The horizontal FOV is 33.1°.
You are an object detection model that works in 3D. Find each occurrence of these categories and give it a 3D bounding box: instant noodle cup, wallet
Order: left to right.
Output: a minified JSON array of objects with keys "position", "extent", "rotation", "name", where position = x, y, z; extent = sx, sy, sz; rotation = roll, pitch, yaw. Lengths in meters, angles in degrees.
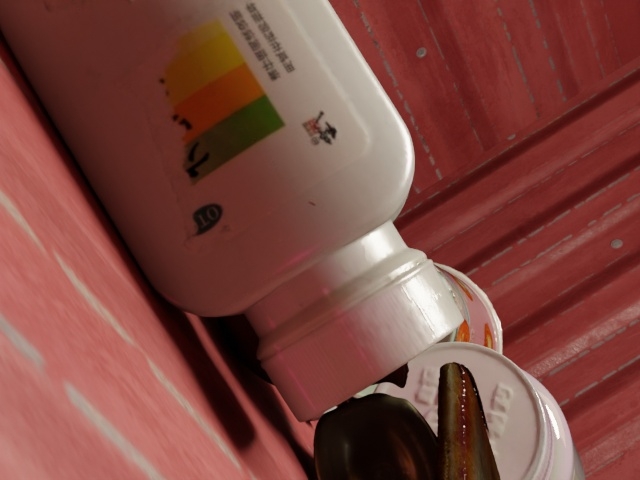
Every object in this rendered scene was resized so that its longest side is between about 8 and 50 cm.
[{"position":[0.100,0.121,1.383],"extent":[0.243,0.243,0.231],"rotation":[58,7,20],"name":"instant noodle cup"},{"position":[0.091,0.200,0.620],"extent":[0.255,0.031,0.137],"rotation":[-77,146,-55],"name":"wallet"}]

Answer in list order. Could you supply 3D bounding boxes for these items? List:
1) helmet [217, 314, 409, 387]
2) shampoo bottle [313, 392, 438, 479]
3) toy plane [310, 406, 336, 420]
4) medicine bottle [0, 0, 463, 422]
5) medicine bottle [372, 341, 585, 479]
[{"position":[-0.014,0.044,0.723],"extent":[0.175,0.106,0.155],"rotation":[64,1,-60],"name":"helmet"},{"position":[0.078,0.213,0.844],"extent":[0.350,0.084,0.126],"rotation":[58,8,-65],"name":"shampoo bottle"},{"position":[-0.012,0.018,0.907],"extent":[0.267,0.122,0.267],"rotation":[-12,90,-76],"name":"toy plane"},{"position":[-0.044,-0.054,0.584],"extent":[0.296,0.161,0.111],"rotation":[60,1,3],"name":"medicine bottle"},{"position":[0.182,0.251,1.208],"extent":[0.214,0.213,0.379],"rotation":[58,2,27],"name":"medicine bottle"}]
